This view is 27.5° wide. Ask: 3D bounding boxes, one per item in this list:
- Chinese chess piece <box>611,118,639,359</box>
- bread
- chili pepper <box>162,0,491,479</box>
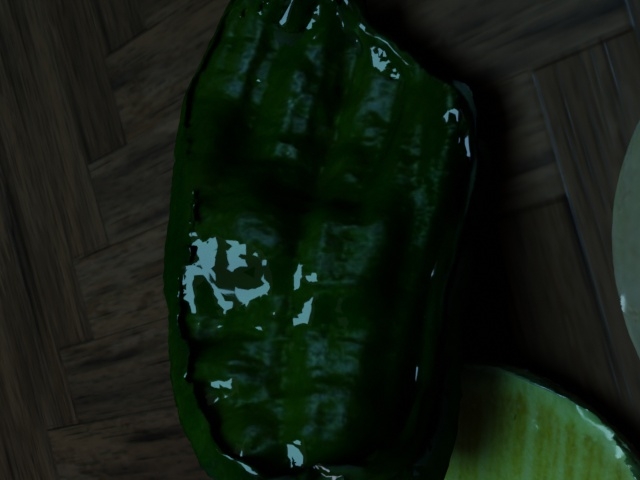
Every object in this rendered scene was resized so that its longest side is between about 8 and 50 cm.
[{"bbox_3d":[0.266,0.008,0.621,0.273,0.102,0.273,19,115,49],"label":"Chinese chess piece"},{"bbox_3d":[0.140,0.223,0.886,0.301,0.045,0.301,17,113,47],"label":"bread"},{"bbox_3d":[0.005,0.003,0.882,0.167,0.213,0.384,85,-174,-71],"label":"chili pepper"}]
